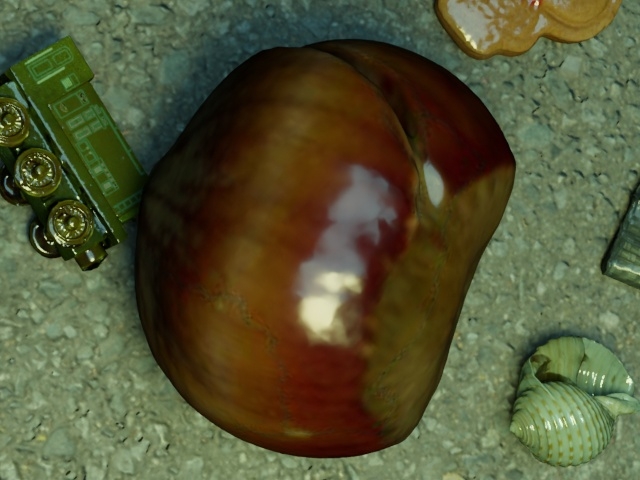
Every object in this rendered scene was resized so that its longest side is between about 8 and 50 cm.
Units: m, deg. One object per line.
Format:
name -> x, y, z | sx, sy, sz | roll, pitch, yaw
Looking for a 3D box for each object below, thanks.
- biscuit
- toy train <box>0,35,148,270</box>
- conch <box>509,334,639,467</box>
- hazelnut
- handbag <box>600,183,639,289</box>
biscuit -> 0.272, -0.327, 1.736 | 0.334, 0.047, 0.202 | -38, 94, -14
toy train -> -0.259, -0.085, 1.561 | 0.137, 0.090, 0.225 | -35, 98, -26
conch -> 0.260, 0.174, 1.657 | 0.153, 0.102, 0.135 | -9, 73, -47
hazelnut -> 0.000, 0.000, 1.485 | 0.359, 0.359, 0.409 | 17, 77, -12
handbag -> 0.438, -0.044, 1.739 | 0.175, 0.088, 0.270 | 30, 79, -1
